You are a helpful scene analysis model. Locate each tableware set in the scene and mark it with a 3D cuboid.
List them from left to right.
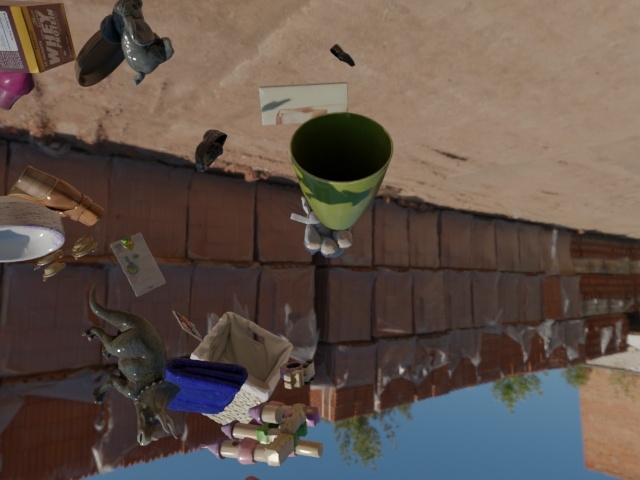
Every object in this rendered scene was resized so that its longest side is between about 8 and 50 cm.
[{"bbox_3d":[-0.650,0.038,1.087,0.169,0.020,0.141,-31,-149,-19],"label":"tableware set"}]

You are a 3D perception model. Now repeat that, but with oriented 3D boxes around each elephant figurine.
[{"bbox_3d":[-0.583,-0.653,1.297,0.170,0.185,0.239,-25,149,5],"label":"elephant figurine"}]

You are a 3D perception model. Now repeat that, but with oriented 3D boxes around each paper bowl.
[{"bbox_3d":[-1.035,-0.046,1.422,0.285,0.147,0.284,-20,164,-6],"label":"paper bowl"}]

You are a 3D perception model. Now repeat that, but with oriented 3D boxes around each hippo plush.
[{"bbox_3d":[0.000,0.000,1.917,0.295,0.234,0.236,22,150,10],"label":"hippo plush"}]

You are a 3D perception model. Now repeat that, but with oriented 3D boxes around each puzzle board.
[{"bbox_3d":[-0.449,0.289,1.432,0.096,0.011,0.128,48,170,-37],"label":"puzzle board"}]

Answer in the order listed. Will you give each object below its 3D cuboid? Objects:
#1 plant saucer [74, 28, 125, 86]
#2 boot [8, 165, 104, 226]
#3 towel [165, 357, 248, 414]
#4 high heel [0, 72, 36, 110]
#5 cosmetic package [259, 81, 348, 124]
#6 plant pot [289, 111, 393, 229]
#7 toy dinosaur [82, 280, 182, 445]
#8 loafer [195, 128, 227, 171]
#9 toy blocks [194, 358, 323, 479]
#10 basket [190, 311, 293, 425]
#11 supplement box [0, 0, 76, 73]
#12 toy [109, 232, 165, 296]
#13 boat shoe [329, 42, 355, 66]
[{"bbox_3d":[-0.726,-0.634,1.420,0.041,0.277,0.278,42,158,-17],"label":"plant saucer"},{"bbox_3d":[-0.768,-0.126,1.241,0.220,0.108,0.284,35,155,-35],"label":"boot"},{"bbox_3d":[-0.351,0.437,1.228,0.228,0.076,0.308,11,141,-17],"label":"towel"},{"bbox_3d":[-0.882,-0.566,1.200,0.182,0.376,0.127,-29,166,28],"label":"high heel"},{"bbox_3d":[-0.059,-0.481,1.474,0.297,0.129,0.153,-3,-157,-2],"label":"cosmetic package"},{"bbox_3d":[0.055,-0.168,1.230,0.275,0.274,0.293,0,145,1],"label":"plant pot"},{"bbox_3d":[-0.359,0.224,0.822,0.161,0.312,0.121,-10,178,9],"label":"toy dinosaur"},{"bbox_3d":[-0.382,-0.319,1.477,0.079,0.223,0.076,2,135,4],"label":"loafer"},{"bbox_3d":[-0.171,0.530,1.217,0.261,0.308,0.289,-4,-176,25],"label":"toy blocks"},{"bbox_3d":[-0.333,0.522,1.692,0.329,0.266,0.331,27,-155,3],"label":"basket"},{"bbox_3d":[-0.700,-0.460,0.943,0.195,0.128,0.191,0,-148,-4],"label":"supplement box"},{"bbox_3d":[-0.760,0.101,1.744,0.056,0.237,0.137,-16,-170,43],"label":"toy"},{"bbox_3d":[0.091,-0.744,1.710,0.042,0.133,0.049,-39,162,-4],"label":"boat shoe"}]
